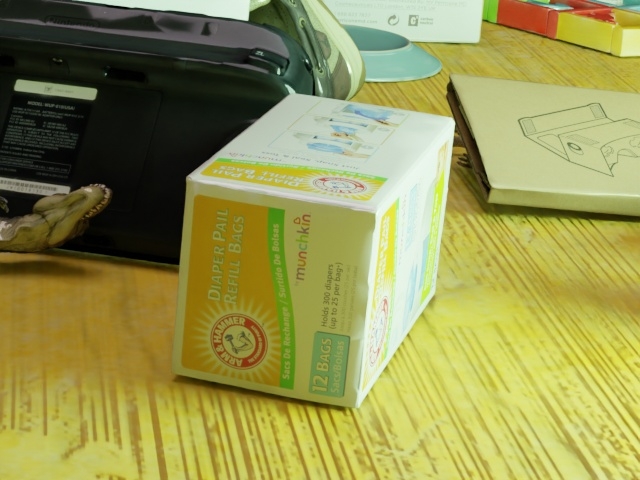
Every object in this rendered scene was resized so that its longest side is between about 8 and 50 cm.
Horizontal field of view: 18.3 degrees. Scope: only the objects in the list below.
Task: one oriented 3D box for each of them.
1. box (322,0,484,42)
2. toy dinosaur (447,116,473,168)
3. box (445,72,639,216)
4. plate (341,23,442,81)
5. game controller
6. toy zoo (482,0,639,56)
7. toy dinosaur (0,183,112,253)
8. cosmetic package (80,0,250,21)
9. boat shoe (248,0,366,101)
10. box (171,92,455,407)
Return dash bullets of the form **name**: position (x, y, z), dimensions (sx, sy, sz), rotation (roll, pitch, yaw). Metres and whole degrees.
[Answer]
- **box**: position (0.078, -0.391, 2.010), dimensions (0.168, 0.345, 0.215), rotation (2, 18, -8)
- **toy dinosaur**: position (0.143, -0.075, 1.521), dimensions (0.093, 0.053, 0.183), rotation (23, 28, 8)
- **box**: position (0.202, -0.067, 1.446), dimensions (0.201, 0.021, 0.164), rotation (5, 31, -12)
- **plate**: position (0.020, -0.179, 1.848), dimensions (0.188, 0.024, 0.188), rotation (4, 18, -1)
- **game controller**: position (-0.167, -0.075, 1.256), dimensions (0.319, 0.166, 0.067), rotation (8, -15, 12)
- **toy zoo**: position (0.307, -0.234, 2.093), dimensions (0.192, 0.030, 0.293), rotation (-9, 21, -39)
- **toy dinosaur**: position (-0.259, -0.007, 1.148), dimensions (0.268, 0.064, 0.118), rotation (3, 5, -1)
- **cosmetic package**: position (-0.227, -0.194, 1.568), dimensions (0.230, 0.161, 0.453), rotation (2, 18, -20)
- **boat shoe**: position (-0.053, -0.197, 1.637), dimensions (0.223, 0.080, 0.073), rotation (50, 32, -1)
- **box**: position (0.000, 0.000, 1.092), dimensions (0.103, 0.114, 0.203), rotation (10, 18, 12)
